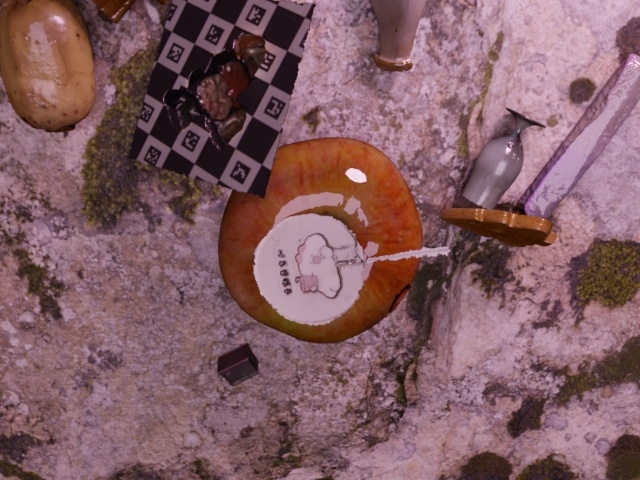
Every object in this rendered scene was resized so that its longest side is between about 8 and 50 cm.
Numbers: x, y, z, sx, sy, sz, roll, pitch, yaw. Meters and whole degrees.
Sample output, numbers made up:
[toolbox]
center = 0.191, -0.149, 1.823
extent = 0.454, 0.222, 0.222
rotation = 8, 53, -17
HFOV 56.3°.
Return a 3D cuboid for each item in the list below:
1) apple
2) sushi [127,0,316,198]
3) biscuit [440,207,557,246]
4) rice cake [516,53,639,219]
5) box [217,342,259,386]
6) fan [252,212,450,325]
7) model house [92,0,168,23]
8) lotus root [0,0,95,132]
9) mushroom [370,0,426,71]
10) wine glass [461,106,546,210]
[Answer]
[apple]
center = 0.000, 0.000, 1.166
extent = 0.401, 0.333, 0.399
rotation = 0, 93, -1
[sushi]
center = -0.173, -0.267, 1.092
extent = 0.320, 0.069, 0.339
rotation = 15, 91, 26
[biscuit]
center = 0.372, -0.034, 1.251
extent = 0.239, 0.212, 0.041
rotation = 15, 84, 5
[rice cake]
center = 0.544, -0.200, 1.246
extent = 0.070, 0.064, 0.398
rotation = 31, 107, -4
[box]
center = -0.192, 0.295, 1.406
extent = 0.085, 0.060, 0.063
rotation = -27, 119, 7
[fan]
center = 0.051, 0.038, 0.996
extent = 0.330, 0.009, 0.190
rotation = -10, 95, 5
[model house]
center = -0.338, -0.489, 1.002
extent = 0.229, 0.219, 0.199
rotation = 40, 89, -4
[lotus root]
center = -0.502, -0.340, 1.089
extent = 0.160, 0.146, 0.283
rotation = -12, 120, -20
[mushroom]
center = 0.148, -0.435, 1.122
extent = 0.116, 0.093, 0.225
rotation = 0, 123, 20
[wine glass]
center = 0.372, -0.164, 1.235
extent = 0.093, 0.093, 0.202
rotation = 21, 108, -11
